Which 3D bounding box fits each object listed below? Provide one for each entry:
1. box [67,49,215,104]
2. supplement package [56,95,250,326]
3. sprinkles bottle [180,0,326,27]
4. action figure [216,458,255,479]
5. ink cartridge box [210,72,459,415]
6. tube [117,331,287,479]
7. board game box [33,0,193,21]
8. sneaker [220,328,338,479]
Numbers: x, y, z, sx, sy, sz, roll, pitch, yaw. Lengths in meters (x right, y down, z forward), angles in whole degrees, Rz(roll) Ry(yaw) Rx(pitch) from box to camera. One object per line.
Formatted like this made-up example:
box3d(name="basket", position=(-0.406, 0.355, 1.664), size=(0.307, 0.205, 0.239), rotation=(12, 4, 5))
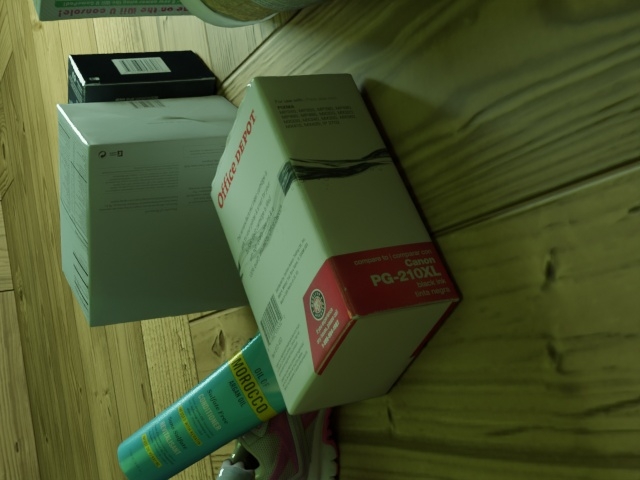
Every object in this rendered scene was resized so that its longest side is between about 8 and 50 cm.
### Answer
box3d(name="box", position=(-0.219, -0.138, 1.218), size=(0.093, 0.155, 0.158), rotation=(-128, 39, -49))
box3d(name="supplement package", position=(-0.177, -0.038, 1.112), size=(0.149, 0.194, 0.203), rotation=(-137, 47, -54))
box3d(name="sprinkles bottle", position=(-0.013, -0.245, 0.803), size=(0.355, 0.121, 0.121), rotation=(12, 107, 63))
box3d(name="action figure", position=(-0.119, 0.360, 0.887), size=(0.248, 0.370, 0.276), rotation=(-50, 30, 39))
box3d(name="ink cartridge box", position=(0.000, 0.000, 0.861), size=(0.237, 0.100, 0.172), rotation=(67, 151, 27))
box3d(name="tube", position=(-0.095, 0.157, 0.934), size=(0.207, 0.052, 0.080), rotation=(-36, 79, 15))
box3d(name="board game box", position=(-0.152, -0.354, 0.945), size=(0.098, 0.224, 0.303), rotation=(63, 148, 34))
box3d(name="sneaker", position=(-0.045, 0.149, 0.980), size=(0.103, 0.111, 0.252), rotation=(28, 121, 60))
